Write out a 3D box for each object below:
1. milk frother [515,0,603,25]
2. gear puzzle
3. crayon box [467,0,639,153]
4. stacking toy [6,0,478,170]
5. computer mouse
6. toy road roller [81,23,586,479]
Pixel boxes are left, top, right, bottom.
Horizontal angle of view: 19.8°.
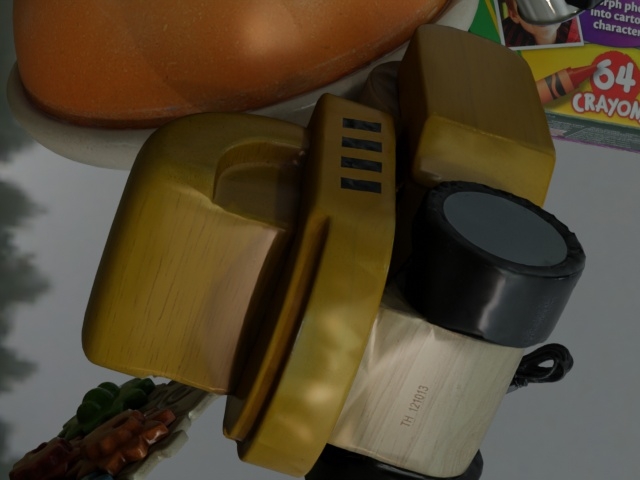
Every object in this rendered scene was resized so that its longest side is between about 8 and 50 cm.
[{"bbox_3d":[0.161,-0.233,1.544,0.135,0.143,0.129,57,7,-36],"label":"milk frother"},{"bbox_3d":[-0.149,0.129,1.343,0.175,0.044,0.339,-22,-164,38],"label":"gear puzzle"},{"bbox_3d":[0.276,-0.254,1.767,0.106,0.363,0.313,156,-58,-73],"label":"crayon box"},{"bbox_3d":[-0.104,-0.316,1.222,0.350,0.351,0.480,-108,-179,-61],"label":"stacking toy"},{"bbox_3d":[0.122,0.034,1.473,0.106,0.042,0.193,-18,-79,37],"label":"computer mouse"},{"bbox_3d":[0.000,0.000,1.068,0.329,0.241,0.202,-87,-163,-61],"label":"toy road roller"}]
